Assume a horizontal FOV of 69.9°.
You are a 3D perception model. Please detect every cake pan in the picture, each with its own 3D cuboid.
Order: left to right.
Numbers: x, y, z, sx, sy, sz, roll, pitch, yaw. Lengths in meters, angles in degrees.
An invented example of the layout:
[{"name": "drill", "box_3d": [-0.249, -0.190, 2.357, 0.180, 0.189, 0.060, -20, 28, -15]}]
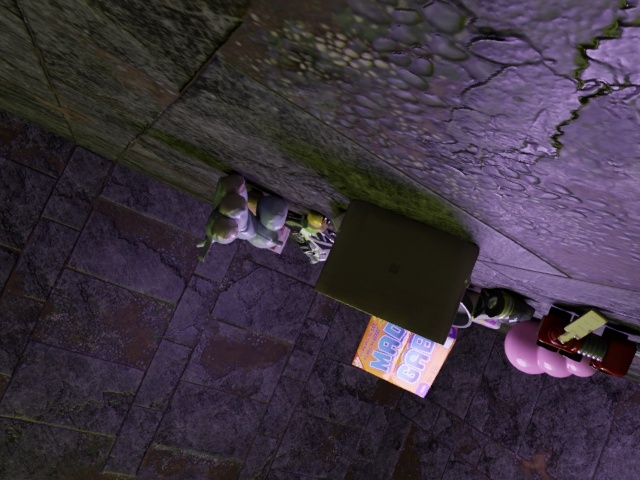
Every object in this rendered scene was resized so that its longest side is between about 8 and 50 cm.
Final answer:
[{"name": "cake pan", "box_3d": [0.435, 0.206, 1.688, 0.293, 0.054, 0.293, 37, 160, 15]}]

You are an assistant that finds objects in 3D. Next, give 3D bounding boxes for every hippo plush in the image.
[{"name": "hippo plush", "box_3d": [-0.217, -0.043, 1.408, 0.237, 0.293, 0.234, 15, -164, -24]}]

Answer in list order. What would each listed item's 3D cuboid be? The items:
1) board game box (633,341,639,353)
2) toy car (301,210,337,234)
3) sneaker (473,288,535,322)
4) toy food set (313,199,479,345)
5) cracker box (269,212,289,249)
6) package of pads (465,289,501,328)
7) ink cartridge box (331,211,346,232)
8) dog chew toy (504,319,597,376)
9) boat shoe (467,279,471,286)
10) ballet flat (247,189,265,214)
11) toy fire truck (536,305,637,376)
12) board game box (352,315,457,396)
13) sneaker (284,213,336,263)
[{"name": "board game box", "box_3d": [0.977, 0.333, 1.251, 0.136, 0.030, 0.260, 28, 174, -23]}, {"name": "toy car", "box_3d": [0.003, -0.041, 1.560, 0.239, 0.053, 0.225, 27, 174, -35]}, {"name": "sneaker", "box_3d": [0.581, 0.224, 1.476, 0.122, 0.110, 0.300, 19, 177, 4]}, {"name": "toy food set", "box_3d": [0.161, 0.065, 0.992, 0.307, 0.219, 0.092, 22, 174, 12]}, {"name": "cracker box", "box_3d": [-0.173, -0.033, 1.870, 0.067, 0.155, 0.232, 23, 176, 3]}, {"name": "package of pads", "box_3d": [0.563, 0.253, 1.873, 0.229, 0.101, 0.297, 27, 174, -40]}, {"name": "ink cartridge box", "box_3d": [0.103, 0.048, 1.240, 0.056, 0.234, 0.171, -22, 170, 2]}, {"name": "dog chew toy", "box_3d": [0.869, 0.414, 1.711, 0.207, 0.206, 0.332, 27, 166, -34]}, {"name": "boat shoe", "box_3d": [0.345, 0.081, 1.295, 0.183, 0.066, 0.066, 32, -175, 33]}, {"name": "ballet flat", "box_3d": [-0.218, -0.122, 1.606, 0.073, 0.079, 0.232, 13, 176, -3]}, {"name": "toy fire truck", "box_3d": [0.684, 0.248, 1.155, 0.217, 0.158, 0.246, 22, -175, 18]}, {"name": "board game box", "box_3d": [0.405, 0.419, 2.133, 0.357, 0.356, 0.356, 23, -152, 9]}, {"name": "sneaker", "box_3d": [-0.030, 0.009, 1.752, 0.331, 0.146, 0.122, 27, 176, -24]}]
